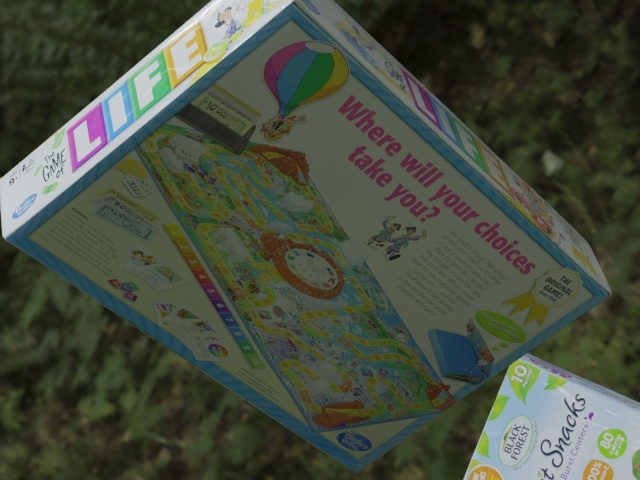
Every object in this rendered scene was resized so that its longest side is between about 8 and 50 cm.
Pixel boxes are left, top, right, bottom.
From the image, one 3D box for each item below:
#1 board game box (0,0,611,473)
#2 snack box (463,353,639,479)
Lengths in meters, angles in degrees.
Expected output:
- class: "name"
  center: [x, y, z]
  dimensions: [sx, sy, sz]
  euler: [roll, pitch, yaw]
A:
- class: "board game box"
  center: [0.000, 0.000, 0.459]
  dimensions: [0.103, 0.154, 0.026]
  euler: [-37, 40, 18]
- class: "snack box"
  center: [0.172, 0.146, 1.017]
  dimensions: [0.141, 0.037, 0.100]
  euler: [24, 99, 18]
